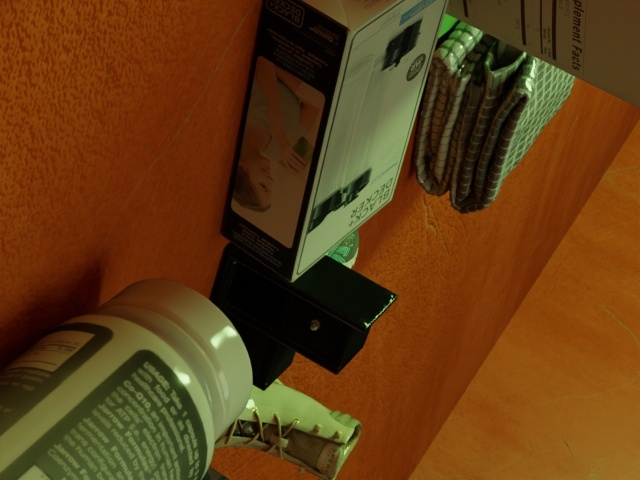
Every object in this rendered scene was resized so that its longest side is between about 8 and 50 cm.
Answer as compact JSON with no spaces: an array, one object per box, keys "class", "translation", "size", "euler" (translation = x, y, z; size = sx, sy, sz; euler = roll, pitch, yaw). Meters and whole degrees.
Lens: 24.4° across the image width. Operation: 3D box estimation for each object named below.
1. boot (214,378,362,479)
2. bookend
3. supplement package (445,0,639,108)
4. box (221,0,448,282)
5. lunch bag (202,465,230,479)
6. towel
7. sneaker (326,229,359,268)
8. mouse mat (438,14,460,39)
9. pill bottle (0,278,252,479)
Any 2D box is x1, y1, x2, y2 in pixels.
[{"class":"boot","translation":[-0.055,0.197,1.526],"size":[0.077,0.165,0.213],"euler":[-67,165,19]},{"class":"bookend","translation":[-0.029,0.089,1.439],"size":[0.072,0.156,0.157],"euler":[-41,156,-52]},{"class":"supplement package","translation":[0.223,-0.269,1.283],"size":[0.177,0.293,0.175],"euler":[-55,160,-16]},{"class":"box","translation":[0.014,-0.122,1.300],"size":[0.169,0.087,0.290],"euler":[-39,155,-41]},{"class":"lunch bag","translation":[-0.172,0.339,1.548],"size":[0.219,0.090,0.176],"euler":[-45,159,-46]},{"class":"towel","translation":[0.232,-0.192,1.823],"size":[0.235,0.121,0.284],"euler":[-50,163,-28]},{"class":"sneaker","translation":[0.000,0.000,1.559],"size":[0.166,0.065,0.076],"euler":[-40,150,-57]},{"class":"mouse mat","translation":[0.171,-0.304,1.667],"size":[0.189,0.007,0.153],"euler":[-41,156,-50]},{"class":"pill bottle","translation":[-0.177,0.155,1.062],"size":[0.283,0.161,0.161],"euler":[-43,157,-48]}]
